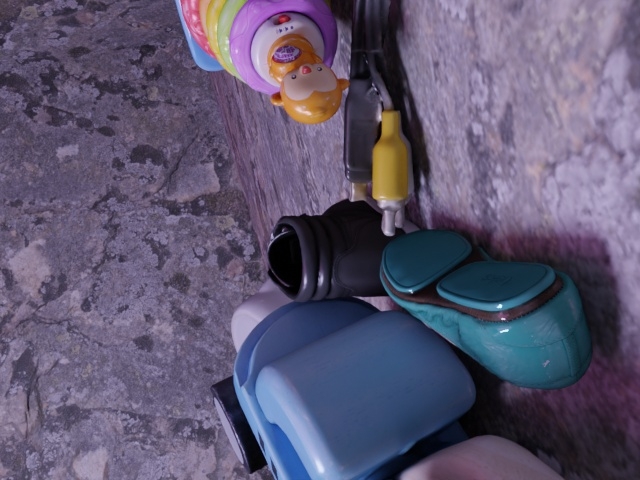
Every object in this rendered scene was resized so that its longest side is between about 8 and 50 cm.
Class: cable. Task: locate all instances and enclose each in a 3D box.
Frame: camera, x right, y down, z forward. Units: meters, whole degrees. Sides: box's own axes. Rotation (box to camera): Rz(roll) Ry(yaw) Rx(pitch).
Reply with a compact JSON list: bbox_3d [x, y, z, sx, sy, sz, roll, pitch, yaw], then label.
[{"bbox_3d":[0.060,-0.155,0.530,0.139,0.072,0.287,-87,0,-68],"label":"cable"}]

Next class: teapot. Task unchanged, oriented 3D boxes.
[{"bbox_3d":[-0.040,0.197,1.118,0.252,0.187,0.256,42,140,28],"label":"teapot"}]

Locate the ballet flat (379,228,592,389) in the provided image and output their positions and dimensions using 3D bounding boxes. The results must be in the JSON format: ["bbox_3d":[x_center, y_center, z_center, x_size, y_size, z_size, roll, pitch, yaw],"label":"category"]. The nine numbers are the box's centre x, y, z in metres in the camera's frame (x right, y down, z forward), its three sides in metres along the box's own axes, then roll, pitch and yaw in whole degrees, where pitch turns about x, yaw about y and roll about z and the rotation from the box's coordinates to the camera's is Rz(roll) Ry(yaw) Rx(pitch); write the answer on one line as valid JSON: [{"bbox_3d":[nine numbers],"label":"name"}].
[{"bbox_3d":[0.110,0.050,0.427,0.087,0.083,0.247,62,174,-12],"label":"ballet flat"}]

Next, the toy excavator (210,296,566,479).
[{"bbox_3d":[0.075,0.192,0.456,0.433,0.222,0.445,58,158,26],"label":"toy excavator"}]

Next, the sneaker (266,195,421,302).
[{"bbox_3d":[0.000,0.000,0.670,0.296,0.146,0.105,-149,61,-72],"label":"sneaker"}]

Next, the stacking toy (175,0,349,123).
[{"bbox_3d":[-0.044,-0.202,0.556,0.302,0.175,0.166,-112,11,-45],"label":"stacking toy"}]
